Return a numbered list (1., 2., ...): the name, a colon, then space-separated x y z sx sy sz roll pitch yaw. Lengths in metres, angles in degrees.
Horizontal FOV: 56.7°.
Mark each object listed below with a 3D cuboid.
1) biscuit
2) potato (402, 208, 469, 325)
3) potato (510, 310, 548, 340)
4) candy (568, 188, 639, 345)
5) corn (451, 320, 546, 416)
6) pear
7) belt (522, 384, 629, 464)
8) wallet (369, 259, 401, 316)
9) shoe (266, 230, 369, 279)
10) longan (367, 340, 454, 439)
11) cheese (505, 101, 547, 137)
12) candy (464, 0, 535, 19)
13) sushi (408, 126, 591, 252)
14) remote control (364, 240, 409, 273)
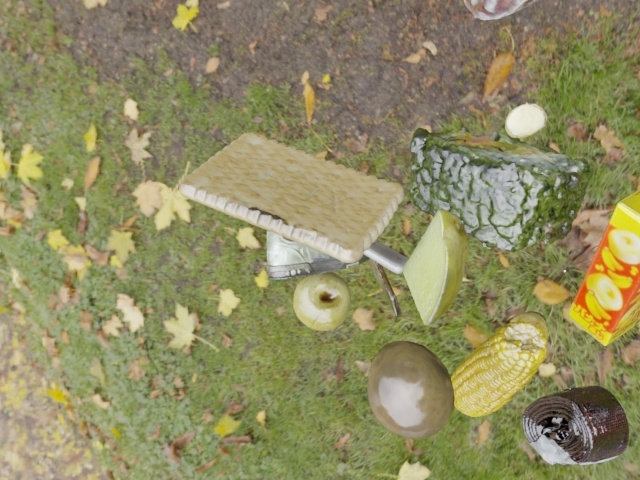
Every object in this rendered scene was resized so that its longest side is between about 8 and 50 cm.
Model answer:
1. biscuit: -0.043 -0.077 0.963 0.325 0.217 0.044 21 131 17
2. potato: 0.200 0.045 0.910 0.149 0.081 0.120 113 150 -41
3. potato: 0.535 0.226 1.478 0.096 0.103 0.066 31 110 -6
4. candy: 0.506 0.033 0.943 0.146 0.276 0.088 -24 49 -21
5. corn: 0.341 0.261 1.165 0.120 0.363 0.120 2 61 -4
6. pear: 0.005 0.166 1.626 0.167 0.136 0.167 7 69 -18
7. belt: 0.648 0.468 1.502 0.164 0.289 0.184 -10 72 -17
8. wallet: 0.204 0.128 1.907 0.031 0.122 0.232 -22 49 -1
9. shoe: -0.001 -0.001 1.443 0.109 0.293 0.149 10 111 63
10. longan: 0.099 0.163 0.654 0.092 0.113 0.113 -37 74 21
11. cheese: 0.626 -0.365 1.811 0.123 0.167 0.094 -24 91 20
12. candy: 0.406 -0.619 1.259 0.157 0.289 0.214 -29 64 -25
13. sushi: 0.377 -0.123 1.258 0.352 0.294 0.178 31 124 43
14. remote control: 0.069 -0.011 1.216 0.261 0.067 0.029 32 114 22
